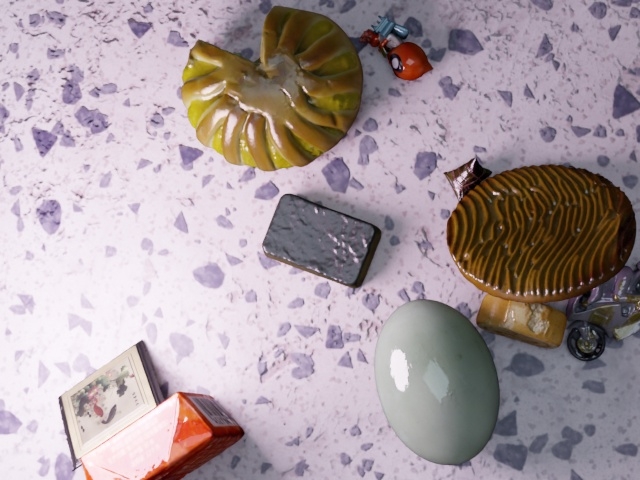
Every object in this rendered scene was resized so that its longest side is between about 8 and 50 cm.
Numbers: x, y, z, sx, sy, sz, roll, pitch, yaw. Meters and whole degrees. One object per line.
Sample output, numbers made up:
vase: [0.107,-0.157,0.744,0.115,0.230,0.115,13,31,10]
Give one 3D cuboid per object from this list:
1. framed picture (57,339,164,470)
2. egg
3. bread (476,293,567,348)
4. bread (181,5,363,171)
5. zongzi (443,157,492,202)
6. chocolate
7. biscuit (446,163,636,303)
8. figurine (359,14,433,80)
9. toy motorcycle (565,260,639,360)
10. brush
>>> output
framed picture: [-0.376,0.287,1.856,0.199,0.010,0.195,-34,41,1]
egg: [0.195,0.236,1.754,0.203,0.203,0.282,-17,76,4]
bread: [0.347,0.132,1.790,0.149,0.122,0.073,17,81,8]
bread: [-0.086,-0.275,1.884,0.333,0.160,0.333,-1,84,7]
zongzi: [0.276,-0.116,1.874,0.083,0.073,0.067,-46,57,35]
chocolate: [-0.269,0.357,1.778,0.235,0.237,0.108,-35,78,3]
biscuit: [0.370,-0.021,1.762,0.318,0.040,0.318,-9,43,9]
figurine: [0.144,-0.349,1.915,0.140,0.068,0.075,42,86,4]
toy motorcycle: [0.502,0.097,1.799,0.225,0.073,0.152,-34,87,9]
brush: [0.000,0.000,1.884,0.197,0.059,0.123,20,86,10]
